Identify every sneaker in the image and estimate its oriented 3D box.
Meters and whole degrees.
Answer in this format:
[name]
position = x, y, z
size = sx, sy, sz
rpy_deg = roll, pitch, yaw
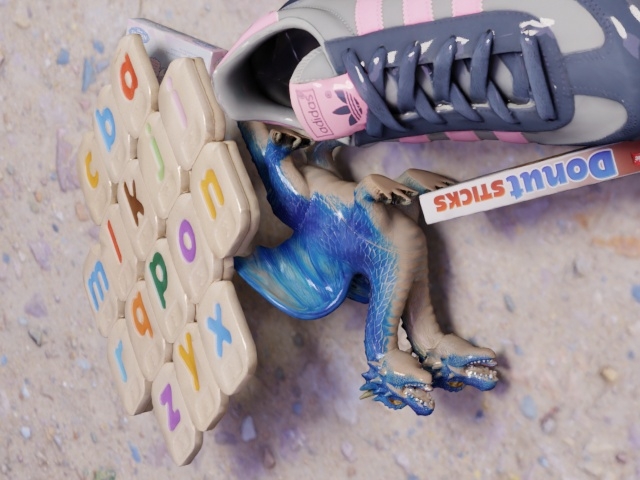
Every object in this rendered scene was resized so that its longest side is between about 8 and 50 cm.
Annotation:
[sneaker]
position = 0.061, -0.088, 0.732
size = 0.319, 0.131, 0.112
rpy_deg = 10, 126, 55

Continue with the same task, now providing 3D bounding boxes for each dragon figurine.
[dragon figurine]
position = 0.000, 0.000, 0.877
size = 0.289, 0.085, 0.144
rpy_deg = 32, 117, 28

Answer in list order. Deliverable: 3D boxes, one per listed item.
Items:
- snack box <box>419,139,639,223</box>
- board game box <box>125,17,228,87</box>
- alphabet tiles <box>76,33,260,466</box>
[snack box]
position = 0.147, -0.041, 0.764
size = 0.178, 0.064, 0.022
rpy_deg = -14, 91, 40
[board game box]
position = -0.114, -0.112, 0.987
size = 0.090, 0.020, 0.090
rpy_deg = 26, 116, 32
[alphabet tiles]
position = -0.114, 0.007, 0.948
size = 0.284, 0.021, 0.278
rpy_deg = -57, 49, 49
